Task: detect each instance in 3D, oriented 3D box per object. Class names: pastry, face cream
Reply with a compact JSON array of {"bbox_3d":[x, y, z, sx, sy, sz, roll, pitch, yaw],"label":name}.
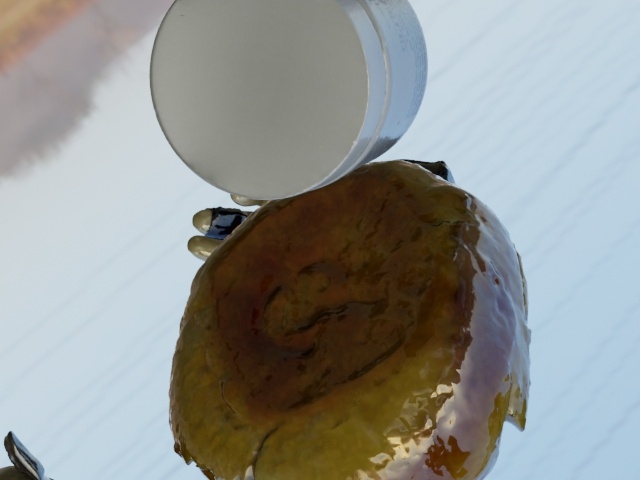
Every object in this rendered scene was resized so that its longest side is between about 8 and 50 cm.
[{"bbox_3d":[0.027,0.097,1.556,0.356,0.164,0.356,-18,-127,26],"label":"pastry"},{"bbox_3d":[-0.020,-0.128,1.377,0.177,0.177,0.153,-32,180,24],"label":"face cream"}]

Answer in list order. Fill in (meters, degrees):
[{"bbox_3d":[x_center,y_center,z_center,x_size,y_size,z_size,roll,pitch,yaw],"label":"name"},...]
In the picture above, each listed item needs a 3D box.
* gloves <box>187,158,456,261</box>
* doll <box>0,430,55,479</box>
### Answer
[{"bbox_3d":[0.005,0.002,1.983,0.152,0.301,0.197,103,-9,-71],"label":"gloves"},{"bbox_3d":[-0.260,0.335,1.752,0.174,0.330,0.235,-15,-145,28],"label":"doll"}]
